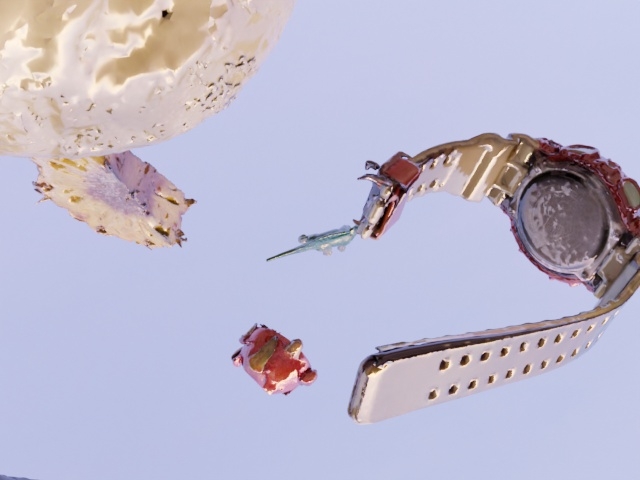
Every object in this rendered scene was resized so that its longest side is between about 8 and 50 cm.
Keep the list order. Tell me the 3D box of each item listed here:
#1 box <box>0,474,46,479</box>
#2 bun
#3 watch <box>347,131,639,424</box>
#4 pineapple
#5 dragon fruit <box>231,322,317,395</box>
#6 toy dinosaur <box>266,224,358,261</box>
[{"bbox_3d":[-0.420,0.355,0.780,0.350,0.091,0.359,19,-128,-12],"label":"box"},{"bbox_3d":[-0.117,-0.164,0.397,0.259,0.152,0.259,9,-111,-24],"label":"bun"},{"bbox_3d":[0.097,0.009,0.556,0.268,0.102,0.165,-11,-130,-33],"label":"watch"},{"bbox_3d":[-0.257,-0.072,1.004,0.135,0.233,0.079,-10,-130,27],"label":"pineapple"},{"bbox_3d":[-0.067,0.170,1.175,0.126,0.112,0.068,12,-127,45],"label":"dragon fruit"},{"bbox_3d":[0.001,0.000,0.918,0.120,0.060,0.029,-11,-98,-13],"label":"toy dinosaur"}]
